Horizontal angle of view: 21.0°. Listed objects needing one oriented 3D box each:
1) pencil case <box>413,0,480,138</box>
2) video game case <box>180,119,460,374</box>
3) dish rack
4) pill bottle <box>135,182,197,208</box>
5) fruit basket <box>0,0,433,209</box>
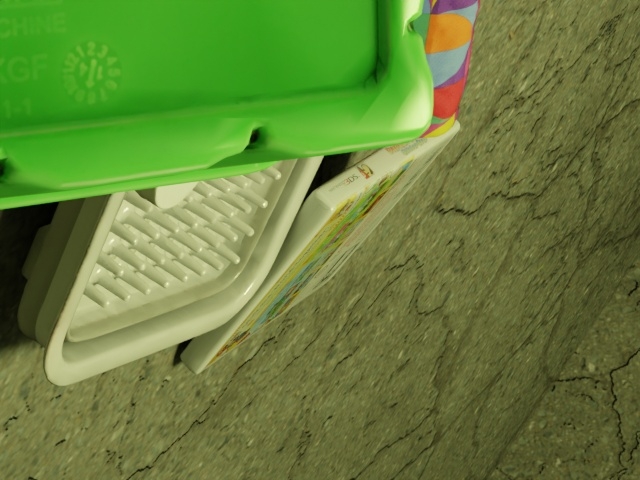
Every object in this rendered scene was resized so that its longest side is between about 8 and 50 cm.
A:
[{"bbox_3d":[0.072,-0.180,1.314,0.104,0.104,0.236,-44,159,-33],"label":"pencil case"},{"bbox_3d":[0.000,0.000,1.424,0.206,0.026,0.227,-34,168,-50],"label":"video game case"},{"bbox_3d":[-0.076,-0.075,1.149,0.285,0.072,0.333,-20,139,-61],"label":"dish rack"},{"bbox_3d":[-0.122,-0.069,0.972,0.067,0.120,0.067,-48,159,-25],"label":"pill bottle"},{"bbox_3d":[-0.178,-0.107,0.600,0.392,0.392,0.283,-24,117,-58],"label":"fruit basket"}]
